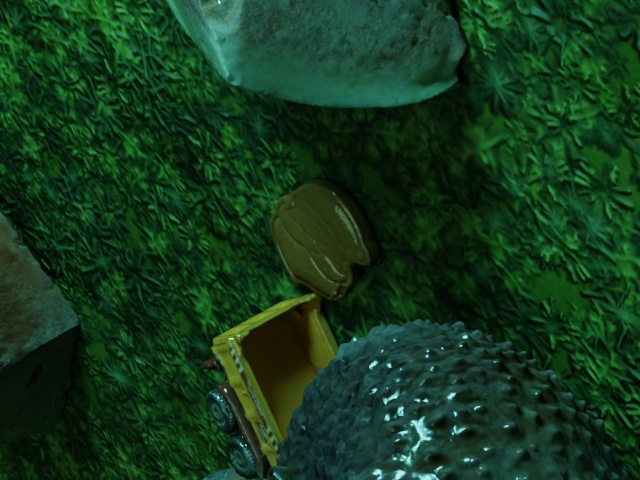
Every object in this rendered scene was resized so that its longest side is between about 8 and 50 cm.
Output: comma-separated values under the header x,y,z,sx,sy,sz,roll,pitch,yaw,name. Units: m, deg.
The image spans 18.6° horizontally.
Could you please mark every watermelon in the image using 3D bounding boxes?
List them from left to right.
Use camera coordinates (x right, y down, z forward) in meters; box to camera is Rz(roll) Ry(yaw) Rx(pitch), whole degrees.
x,y,z,sx,sy,sz,roll,pitch,yaw,name
-0.358,0.081,2.074,0.260,0.176,0.256,54,-177,4,watermelon
-0.026,-0.231,1.459,0.310,0.193,0.232,61,166,19,watermelon

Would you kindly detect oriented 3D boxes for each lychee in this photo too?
x,y,z,sx,sy,sz,roll,pitch,yaw,name
0.096,0.199,1.503,0.300,0.300,0.300,30,136,34,lychee

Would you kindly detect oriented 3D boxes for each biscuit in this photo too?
x,y,z,sx,sy,sz,roll,pitch,yaw,name
0.000,0.000,1.677,0.102,0.019,0.130,56,146,5,biscuit

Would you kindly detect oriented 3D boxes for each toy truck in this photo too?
x,y,z,sx,sy,sz,roll,pitch,yaw,name
-0.004,0.189,1.748,0.135,0.114,0.270,-16,100,59,toy truck

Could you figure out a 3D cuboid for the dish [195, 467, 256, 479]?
x,y,z,sx,sy,sz,roll,pitch,yaw,name
-0.046,0.299,1.862,0.090,0.213,0.213,-39,83,21,dish
